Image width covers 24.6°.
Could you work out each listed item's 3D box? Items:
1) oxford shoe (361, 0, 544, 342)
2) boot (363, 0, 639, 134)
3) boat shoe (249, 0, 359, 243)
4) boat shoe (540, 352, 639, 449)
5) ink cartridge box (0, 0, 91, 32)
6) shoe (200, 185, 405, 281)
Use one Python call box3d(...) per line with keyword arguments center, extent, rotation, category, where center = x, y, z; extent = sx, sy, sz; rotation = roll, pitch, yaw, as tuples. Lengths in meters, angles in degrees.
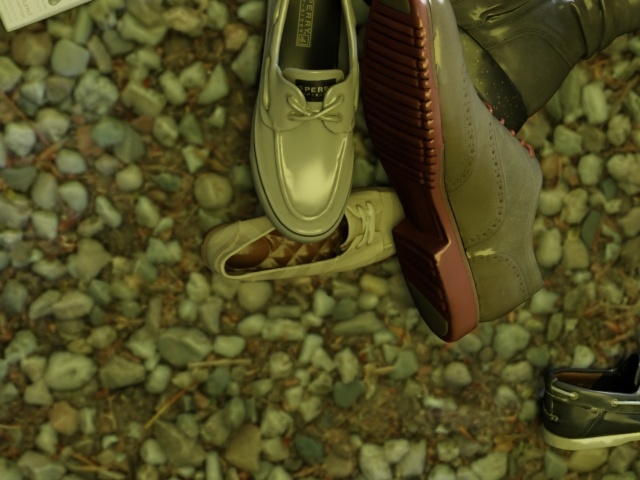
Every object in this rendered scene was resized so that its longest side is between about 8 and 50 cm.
box3d(center=(0.124, -0.083, 1.306), extent=(0.130, 0.123, 0.348), rotation=(-21, 121, -17), category="oxford shoe")
box3d(center=(0.146, -0.276, 1.343), extent=(0.222, 0.118, 0.338), rotation=(-43, 116, -7), category="boot")
box3d(center=(-0.008, -0.133, 1.302), extent=(0.096, 0.088, 0.268), rotation=(6, 85, -7), category="boat shoe")
box3d(center=(0.331, 0.150, 1.450), extent=(0.233, 0.084, 0.079), rotation=(-7, 103, -10), category="boat shoe")
box3d(center=(-0.223, -0.258, 1.271), extent=(0.150, 0.063, 0.109), rotation=(-23, 102, -9), category="ink cartridge box")
box3d(center=(0.000, 0.000, 1.363), extent=(0.219, 0.058, 0.077), rotation=(-13, 101, -11), category="shoe")
